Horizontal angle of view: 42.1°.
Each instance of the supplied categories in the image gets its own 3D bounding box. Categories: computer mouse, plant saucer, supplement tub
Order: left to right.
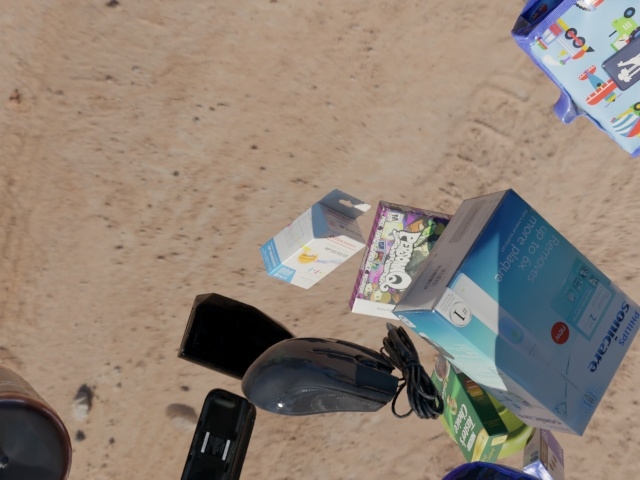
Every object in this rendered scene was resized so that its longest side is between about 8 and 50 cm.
[{"bbox_3d":[-0.279,0.161,0.694,0.106,0.198,0.106,-2,94,-29],"label":"supplement tub"},{"bbox_3d":[0.025,0.175,1.158,0.272,0.188,0.072,-2,121,-13],"label":"computer mouse"},{"bbox_3d":[0.368,0.345,1.793,0.241,0.037,0.241,5,67,-12],"label":"plant saucer"}]

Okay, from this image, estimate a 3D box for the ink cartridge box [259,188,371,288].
[{"bbox_3d":[0.000,0.000,1.405,0.181,0.104,0.061,-38,52,26],"label":"ink cartridge box"}]

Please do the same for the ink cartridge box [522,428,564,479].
[{"bbox_3d":[0.491,0.479,1.827,0.046,0.207,0.097,-34,94,20],"label":"ink cartridge box"}]

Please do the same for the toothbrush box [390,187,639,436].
[{"bbox_3d":[0.287,0.105,1.192,0.295,0.126,0.216,41,72,-15],"label":"toothbrush box"}]

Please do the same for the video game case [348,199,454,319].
[{"bbox_3d":[0.185,0.051,1.635,0.210,0.042,0.232,11,111,-13],"label":"video game case"}]

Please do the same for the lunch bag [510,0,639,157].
[{"bbox_3d":[0.359,-0.248,0.906,0.221,0.138,0.293,34,107,-29],"label":"lunch bag"}]

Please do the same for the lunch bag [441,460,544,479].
[{"bbox_3d":[0.279,0.424,0.877,0.239,0.328,0.385,-37,59,5],"label":"lunch bag"}]

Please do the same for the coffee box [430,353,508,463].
[{"bbox_3d":[0.239,0.275,1.368,0.040,0.113,0.184,-9,47,-18],"label":"coffee box"}]

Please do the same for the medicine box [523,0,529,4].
[{"bbox_3d":[0.428,-0.622,1.537,0.263,0.149,0.289,44,99,-9],"label":"medicine box"}]

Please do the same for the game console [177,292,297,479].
[{"bbox_3d":[-0.168,0.282,1.460,0.213,0.044,0.361,25,63,-21],"label":"game console"}]
